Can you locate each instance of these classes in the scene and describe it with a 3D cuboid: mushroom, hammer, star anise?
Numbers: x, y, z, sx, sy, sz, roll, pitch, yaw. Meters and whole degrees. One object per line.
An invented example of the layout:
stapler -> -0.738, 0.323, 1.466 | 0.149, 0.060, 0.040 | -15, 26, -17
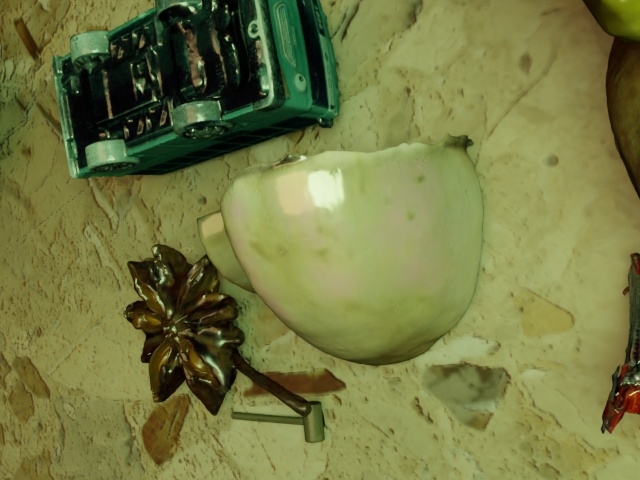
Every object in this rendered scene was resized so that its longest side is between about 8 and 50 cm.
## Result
mushroom -> 0.002, 0.025, 0.557 | 0.236, 0.162, 0.173 | -13, 84, 32
hammer -> -0.044, 0.173, 0.678 | 0.110, 0.019, 0.036 | -5, 90, 36
star anise -> -0.115, 0.109, 0.679 | 0.234, 0.073, 0.177 | 56, 131, 21

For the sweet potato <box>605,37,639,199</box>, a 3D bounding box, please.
sweet potato -> 0.225, -0.049, 0.376 | 0.131, 0.131, 0.337 | -8, 60, 31

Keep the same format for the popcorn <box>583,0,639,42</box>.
popcorn -> 0.166, -0.212, 0.308 | 0.251, 0.205, 0.237 | -8, 63, 60

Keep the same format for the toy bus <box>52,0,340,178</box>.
toy bus -> -0.110, -0.139, 0.623 | 0.256, 0.147, 0.128 | -11, 88, 35

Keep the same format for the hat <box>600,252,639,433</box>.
hat -> 0.294, 0.073, 0.418 | 0.227, 0.140, 0.129 | 9, 114, 17
